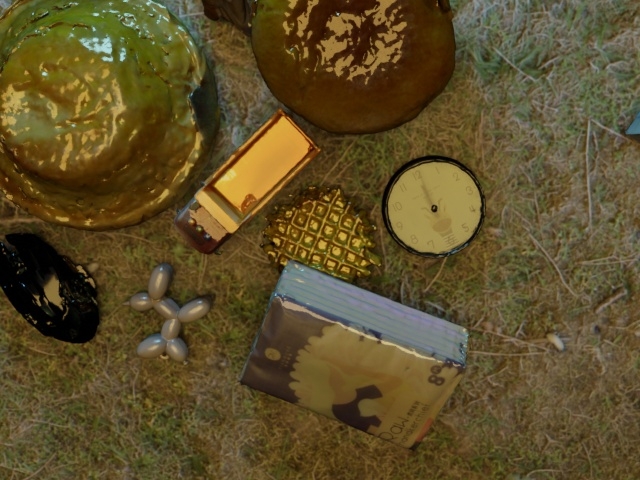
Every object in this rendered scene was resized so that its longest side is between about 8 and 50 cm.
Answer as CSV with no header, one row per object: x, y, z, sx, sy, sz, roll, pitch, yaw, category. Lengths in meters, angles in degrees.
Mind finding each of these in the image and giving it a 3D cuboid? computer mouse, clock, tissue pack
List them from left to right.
-0.488,0.089,1.484,0.146,0.077,0.241,-39,95,4,computer mouse
0.058,0.202,1.424,0.344,0.125,0.242,22,128,-1,tissue pack
0.199,-0.057,1.466,0.185,0.040,0.184,0,98,1,clock

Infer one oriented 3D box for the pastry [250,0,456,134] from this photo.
0.058,-0.336,1.348,0.356,0.164,0.355,-4,111,-11,pastry

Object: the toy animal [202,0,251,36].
-0.174,-0.425,1.398,0.089,0.179,0.188,-40,130,-13,toy animal

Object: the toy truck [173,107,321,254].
-0.126,-0.095,1.421,0.270,0.135,0.114,-44,95,6,toy truck

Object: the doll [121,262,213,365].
-0.275,0.142,1.494,0.161,0.059,0.160,41,97,-5,doll

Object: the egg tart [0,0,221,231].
-0.394,-0.226,1.389,0.444,0.178,0.442,0,96,3,egg tart

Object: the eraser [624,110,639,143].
0.610,-0.260,1.402,0.052,0.095,0.225,34,97,-3,eraser

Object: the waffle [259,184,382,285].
0.000,0.000,1.466,0.193,0.070,0.197,-34,93,5,waffle
